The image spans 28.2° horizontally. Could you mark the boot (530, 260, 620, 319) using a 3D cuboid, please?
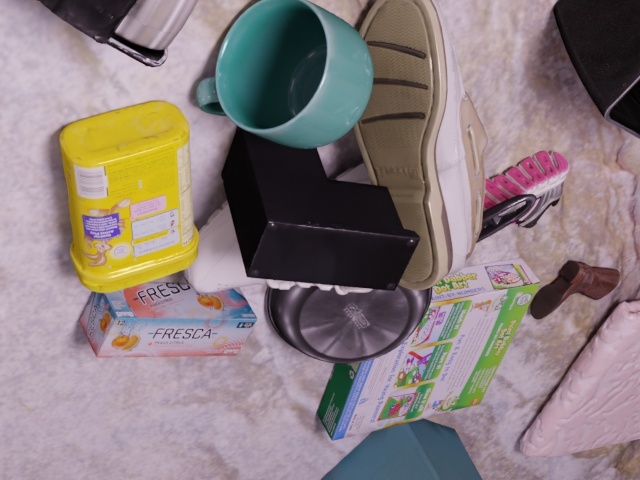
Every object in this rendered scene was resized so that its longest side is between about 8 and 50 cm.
[{"bbox_3d":[0.357,0.075,1.772,0.114,0.037,0.106,11,128,-48],"label":"boot"}]

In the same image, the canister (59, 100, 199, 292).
[{"bbox_3d":[-0.181,-0.042,1.219,0.126,0.073,0.170,-18,139,-20],"label":"canister"}]

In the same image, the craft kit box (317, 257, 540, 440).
[{"bbox_3d":[0.139,0.143,1.673,0.247,0.061,0.249,-6,136,-27],"label":"craft kit box"}]

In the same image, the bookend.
[{"bbox_3d":[-0.004,-0.035,1.257,0.156,0.157,0.072,5,130,-22],"label":"bookend"}]

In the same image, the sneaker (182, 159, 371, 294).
[{"bbox_3d":[0.000,0.000,1.348,0.297,0.129,0.111,-18,148,-16],"label":"sneaker"}]

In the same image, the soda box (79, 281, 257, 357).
[{"bbox_3d":[-0.164,0.086,1.385,0.183,0.058,0.063,3,130,-39],"label":"soda box"}]

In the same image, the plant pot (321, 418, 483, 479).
[{"bbox_3d":[0.150,0.396,1.813,0.166,0.234,0.165,-44,142,16],"label":"plant pot"}]

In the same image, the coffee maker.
[{"bbox_3d":[-0.141,-0.247,0.979,0.171,0.120,0.178,16,121,-44],"label":"coffee maker"}]

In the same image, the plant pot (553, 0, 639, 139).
[{"bbox_3d":[0.358,-0.219,1.332,0.187,0.167,0.188,19,119,-46],"label":"plant pot"}]

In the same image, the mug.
[{"bbox_3d":[-0.026,-0.154,1.177,0.097,0.158,0.129,15,99,-52],"label":"mug"}]

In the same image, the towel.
[{"bbox_3d":[0.502,0.208,2.009,0.317,0.053,0.331,-4,135,-34],"label":"towel"}]

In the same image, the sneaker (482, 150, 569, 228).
[{"bbox_3d":[0.223,-0.040,1.519,0.170,0.063,0.074,-28,137,-15],"label":"sneaker"}]

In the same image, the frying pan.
[{"bbox_3d":[0.099,0.062,1.485,0.326,0.053,0.197,-10,128,0],"label":"frying pan"}]

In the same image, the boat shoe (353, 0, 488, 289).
[{"bbox_3d":[0.104,-0.108,1.279,0.103,0.113,0.302,-26,120,-46],"label":"boat shoe"}]
